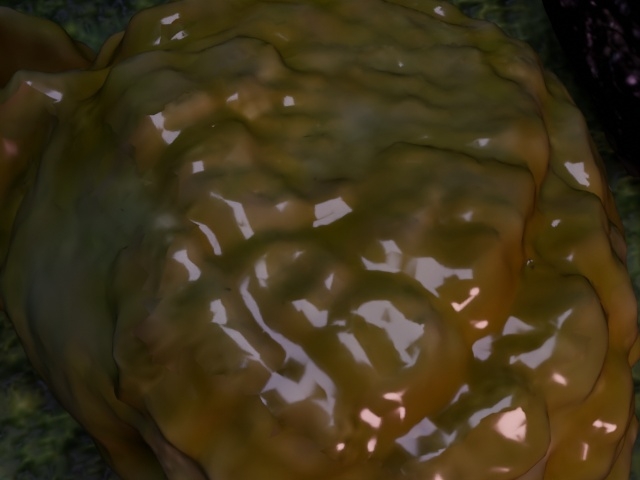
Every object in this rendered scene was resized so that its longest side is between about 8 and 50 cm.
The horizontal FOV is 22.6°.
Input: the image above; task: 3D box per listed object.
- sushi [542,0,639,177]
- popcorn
[{"bbox_3d":[0.193,-0.138,0.616,0.200,0.204,0.213,-33,73,-17],"label":"sushi"},{"bbox_3d":[0.000,0.000,0.583,0.225,0.174,0.286,-28,56,-27],"label":"popcorn"}]
